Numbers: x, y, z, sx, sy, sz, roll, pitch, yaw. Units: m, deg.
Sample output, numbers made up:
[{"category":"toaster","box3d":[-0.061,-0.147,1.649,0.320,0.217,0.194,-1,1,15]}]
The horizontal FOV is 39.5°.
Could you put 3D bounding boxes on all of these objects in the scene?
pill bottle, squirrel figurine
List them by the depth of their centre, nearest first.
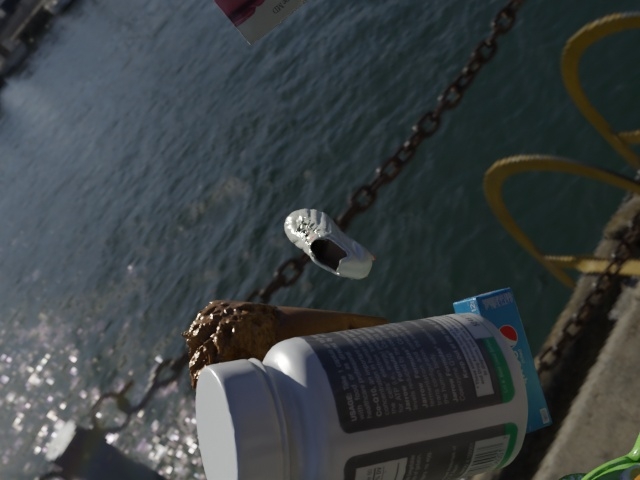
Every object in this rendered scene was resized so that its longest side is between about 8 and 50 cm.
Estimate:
[{"category":"pill bottle","box3d":[0.047,0.207,1.074,0.204,0.361,0.204,174,90,-68]},{"category":"squirrel figurine","box3d":[-0.087,0.297,1.527,0.281,0.397,0.370,2,83,37]}]

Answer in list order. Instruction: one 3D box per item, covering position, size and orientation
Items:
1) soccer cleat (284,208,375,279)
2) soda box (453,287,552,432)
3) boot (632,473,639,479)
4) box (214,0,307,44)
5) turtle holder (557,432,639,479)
[{"category":"soccer cleat","box3d":[0.000,0.000,1.332,0.196,0.076,0.068,33,108,44]},{"category":"soda box","box3d":[0.270,0.181,1.328,0.067,0.210,0.071,-13,-5,-23]},{"category":"boot","box3d":[0.191,0.258,0.776,0.295,0.211,0.104,-32,-50,-65]},{"category":"box","box3d":[-0.103,-0.423,1.260,0.149,0.232,0.127,-31,18,35]},{"category":"turtle holder","box3d":[0.425,0.375,1.073,0.320,0.243,0.227,-47,1,-10]}]
